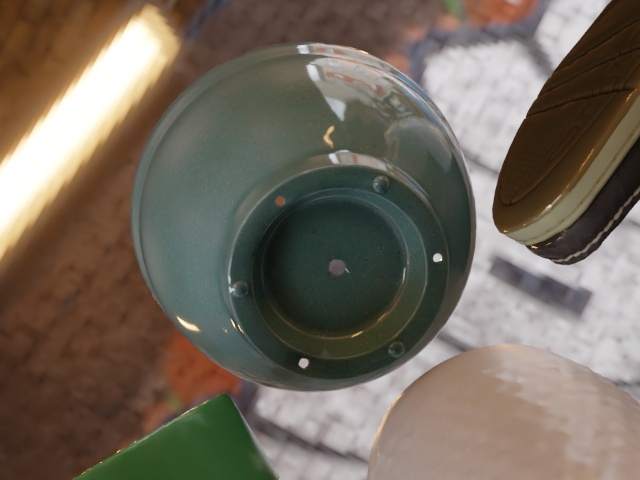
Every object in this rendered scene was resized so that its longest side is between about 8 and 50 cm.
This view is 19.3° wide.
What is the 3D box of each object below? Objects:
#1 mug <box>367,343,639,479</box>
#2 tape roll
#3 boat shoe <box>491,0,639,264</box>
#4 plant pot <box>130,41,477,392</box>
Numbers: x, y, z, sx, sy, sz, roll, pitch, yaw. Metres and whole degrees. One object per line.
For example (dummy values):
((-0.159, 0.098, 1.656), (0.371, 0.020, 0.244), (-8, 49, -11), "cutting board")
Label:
((0.207, 0.266, 1.449), (0.276, 0.328, 0.374), (-44, -45, 16), "mug")
((-0.182, 0.224, 1.341), (0.321, 0.077, 0.321), (-32, -5, -3), "tape roll")
((0.143, -0.070, 0.677), (0.223, 0.073, 0.080), (-55, 17, -27), "boat shoe")
((0.000, 0.000, 1.515), (0.293, 0.293, 0.196), (-64, 15, 10), "plant pot")
